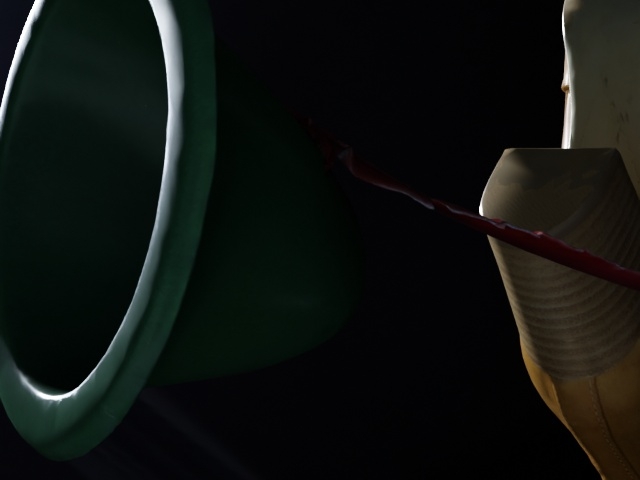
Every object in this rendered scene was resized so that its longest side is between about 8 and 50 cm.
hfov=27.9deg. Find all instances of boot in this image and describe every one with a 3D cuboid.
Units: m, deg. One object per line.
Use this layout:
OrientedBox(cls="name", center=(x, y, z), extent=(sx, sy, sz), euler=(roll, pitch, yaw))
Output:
OrientedBox(cls="boot", center=(0.182, -0.024, 0.614), extent=(0.104, 0.295, 0.211), euler=(10, -37, 41))

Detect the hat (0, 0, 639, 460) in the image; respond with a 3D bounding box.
OrientedBox(cls="hat", center=(0.000, 0.000, 0.449), extent=(0.184, 0.208, 0.173), euler=(9, -56, -31))
